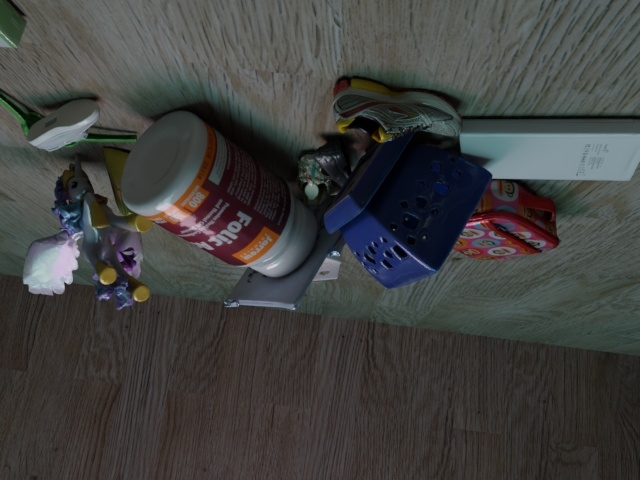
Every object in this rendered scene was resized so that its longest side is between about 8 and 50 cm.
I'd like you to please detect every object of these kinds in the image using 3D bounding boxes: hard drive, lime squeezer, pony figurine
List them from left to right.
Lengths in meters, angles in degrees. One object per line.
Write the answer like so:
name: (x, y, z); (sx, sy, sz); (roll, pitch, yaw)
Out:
lime squeezer: (-0.551, -0.246, 1.341); (0.310, 0.058, 0.110); (18, 131, -30)
pony figurine: (-0.529, 0.007, 1.523); (0.303, 0.350, 0.363); (-12, -148, -37)
hard drive: (0.416, -0.163, 1.170); (0.308, 0.040, 0.203); (3, 164, 16)

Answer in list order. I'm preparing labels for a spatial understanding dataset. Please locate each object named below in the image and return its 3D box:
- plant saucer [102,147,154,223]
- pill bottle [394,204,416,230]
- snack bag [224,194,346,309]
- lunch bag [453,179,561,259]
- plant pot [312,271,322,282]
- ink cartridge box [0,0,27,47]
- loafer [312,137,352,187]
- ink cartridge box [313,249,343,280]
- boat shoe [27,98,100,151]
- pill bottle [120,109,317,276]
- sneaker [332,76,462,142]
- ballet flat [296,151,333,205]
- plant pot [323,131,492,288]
plant saucer: (-0.392, -0.099, 1.644); (0.333, 0.080, 0.333); (17, 164, -8)
pill bottle: (0.165, -0.061, 1.535); (0.184, 0.103, 0.103); (2, 164, 20)
snack bag: (-0.059, 0.028, 1.520); (0.037, 0.342, 0.323); (44, 153, -27)
lunch bag: (0.413, -0.046, 1.466); (0.258, 0.120, 0.293); (-13, 157, 42)
plant pot: (-0.047, 0.080, 2.153); (0.109, 0.096, 0.109); (9, 164, -5)
ink cartridge box: (-0.587, -0.354, 0.936); (0.235, 0.056, 0.171); (7, 164, 12)
loafer: (0.030, -0.154, 1.331); (0.061, 0.062, 0.170); (-12, 151, 8)
ink cartridge box: (0.000, 0.000, 1.653); (0.067, 0.198, 0.115); (21, 159, -40)
boat shoe: (-0.502, -0.224, 1.281); (0.184, 0.066, 0.063); (-23, 149, 20)
pill bottle: (-0.196, -0.078, 1.344); (0.224, 0.224, 0.392); (-5, 153, 39)
sneaker: (0.127, -0.200, 1.076); (0.225, 0.092, 0.088); (8, 164, -6)
ballet flat: (-0.018, -0.123, 1.449); (0.091, 0.077, 0.241); (5, 165, 7)
plant pot: (0.150, -0.068, 1.237); (0.212, 0.236, 0.236); (36, 161, -7)
